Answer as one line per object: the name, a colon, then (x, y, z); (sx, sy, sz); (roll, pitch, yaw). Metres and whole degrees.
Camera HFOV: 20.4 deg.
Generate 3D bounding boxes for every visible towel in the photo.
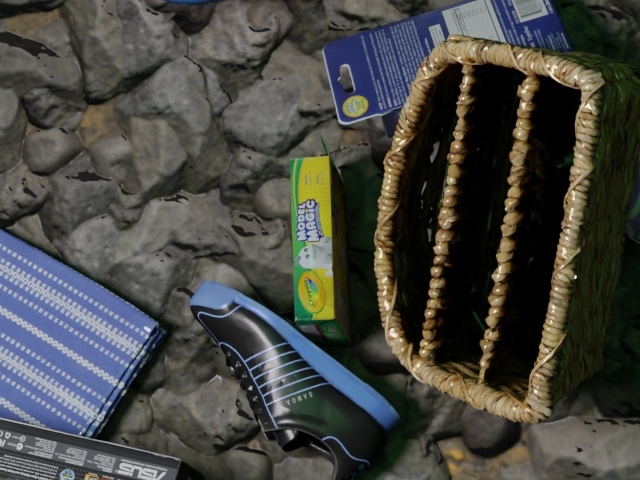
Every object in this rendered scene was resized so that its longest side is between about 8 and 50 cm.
towel: (-0.328, 0.168, 1.694); (0.243, 0.040, 0.336); (28, 78, 19)

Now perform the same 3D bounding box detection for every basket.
basket: (0.142, -0.021, 1.513); (0.213, 0.223, 0.299); (13, 101, 19)

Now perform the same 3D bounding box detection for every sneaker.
sneaker: (-0.041, 0.130, 1.624); (0.232, 0.081, 0.090); (35, 75, 17)

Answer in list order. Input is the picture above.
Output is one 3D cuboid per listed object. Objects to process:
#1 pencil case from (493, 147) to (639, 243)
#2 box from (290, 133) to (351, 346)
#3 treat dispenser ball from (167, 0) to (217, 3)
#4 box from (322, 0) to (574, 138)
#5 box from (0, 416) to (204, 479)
pencil case: (0.252, -0.055, 1.633); (0.206, 0.086, 0.088); (26, 113, 18)
box: (0.000, 0.000, 1.645); (0.043, 0.105, 0.179); (-3, 72, 8)
treat dispenser ball: (-0.119, -0.369, 1.686); (0.288, 0.288, 0.288); (-3, 72, 9)
box: (0.120, -0.169, 1.683); (0.225, 0.036, 0.136); (-16, 41, 4)
box: (-0.260, 0.275, 1.572); (0.270, 0.060, 0.216); (9, 73, 22)
